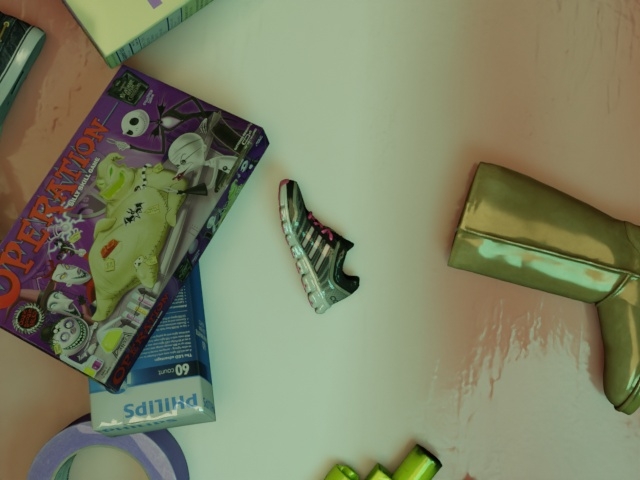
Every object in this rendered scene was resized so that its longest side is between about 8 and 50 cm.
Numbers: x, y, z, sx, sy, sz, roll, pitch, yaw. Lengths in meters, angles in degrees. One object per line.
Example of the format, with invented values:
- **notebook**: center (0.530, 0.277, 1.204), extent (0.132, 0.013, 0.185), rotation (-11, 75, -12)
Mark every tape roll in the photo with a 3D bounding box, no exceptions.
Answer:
- **tape roll**: center (-0.260, 0.306, 1.419), extent (0.189, 0.080, 0.188), rotation (0, 92, 2)

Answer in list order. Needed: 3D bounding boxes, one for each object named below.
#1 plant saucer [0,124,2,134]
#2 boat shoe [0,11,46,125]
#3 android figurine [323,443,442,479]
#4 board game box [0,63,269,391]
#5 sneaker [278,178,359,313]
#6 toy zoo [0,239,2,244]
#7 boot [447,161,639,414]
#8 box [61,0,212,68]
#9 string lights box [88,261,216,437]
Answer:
- **plant saucer**: center (-0.496, -0.150, 1.434), extent (0.195, 0.037, 0.194), rotation (0, 92, 4)
- **boat shoe**: center (-0.413, -0.194, 1.403), extent (0.083, 0.065, 0.183), rotation (27, 77, -4)
- **android figurine**: center (0.084, 0.392, 1.415), extent (0.248, 0.056, 0.273), rotation (36, 93, 1)
- **board game box**: center (-0.234, -0.022, 1.341), extent (0.208, 0.056, 0.346), rotation (24, 74, 21)
- **sneaker**: center (0.000, 0.000, 1.400), extent (0.075, 0.063, 0.170), rotation (-20, 96, 4)
- **toy zoo**: center (-0.490, -0.030, 1.401), extent (0.192, 0.030, 0.293), rotation (-21, 94, 28)
- **boot**: center (0.281, 0.057, 1.378), extent (0.270, 0.089, 0.236), rotation (18, 83, 2)
- **box**: center (-0.210, -0.359, 1.345), extent (0.243, 0.117, 0.213), rotation (-36, 95, -5)
- **string lights box**: center (-0.208, 0.092, 1.367), extent (0.133, 0.077, 0.259), rotation (-9, 73, 4)
